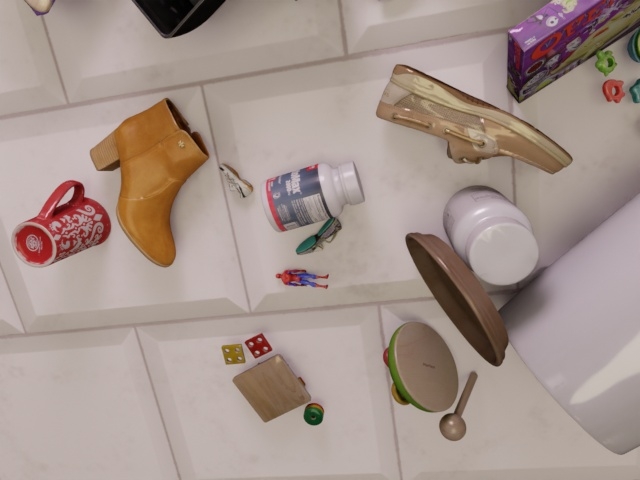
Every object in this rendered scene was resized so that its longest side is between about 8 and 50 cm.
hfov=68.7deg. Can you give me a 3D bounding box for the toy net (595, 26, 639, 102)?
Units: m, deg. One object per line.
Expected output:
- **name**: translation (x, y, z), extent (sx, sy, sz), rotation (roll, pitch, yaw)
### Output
- **toy net**: translation (0.558, -0.240, 0.791), extent (0.122, 0.045, 0.232), rotation (-34, 103, -6)

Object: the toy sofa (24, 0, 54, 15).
- **toy sofa**: translation (-0.428, -0.564, 0.769), extent (0.177, 0.150, 0.362), rotation (36, 109, -19)

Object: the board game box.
- **board game box**: translation (0.448, -0.358, 0.701), extent (0.347, 0.208, 0.056), rotation (-33, 70, 16)

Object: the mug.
- **mug**: translation (-0.530, -0.032, 0.944), extent (0.113, 0.169, 0.150), rotation (-15, 106, 12)

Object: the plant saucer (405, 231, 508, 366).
- **plant saucer**: translation (0.245, 0.096, 0.841), extent (0.041, 0.278, 0.277), rotation (-32, 102, -1)

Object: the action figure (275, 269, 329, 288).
- **action figure**: translation (-0.040, 0.081, 0.995), extent (0.115, 0.030, 0.038), rotation (6, 103, 10)

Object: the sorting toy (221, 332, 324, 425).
- **sorting toy**: translation (-0.113, 0.323, 1.071), extent (0.132, 0.046, 0.274), rotation (-31, 102, 15)

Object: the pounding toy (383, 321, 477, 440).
- **pounding toy**: translation (0.203, 0.289, 0.977), extent (0.237, 0.183, 0.110), rotation (44, 133, -11)

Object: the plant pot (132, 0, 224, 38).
- **plant pot**: translation (-0.221, -0.463, 0.767), extent (0.187, 0.167, 0.188), rotation (-37, 101, 19)

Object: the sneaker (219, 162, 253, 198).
- **sneaker**: translation (-0.177, -0.118, 0.945), extent (0.083, 0.032, 0.037), rotation (43, 107, -7)

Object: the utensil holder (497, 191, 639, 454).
- **utensil holder**: translation (0.551, 0.118, 0.780), extent (0.328, 0.327, 0.385), rotation (41, 109, -7)

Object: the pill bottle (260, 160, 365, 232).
- **pill bottle**: translation (-0.013, -0.089, 0.895), extent (0.180, 0.108, 0.107), rotation (-16, 105, 11)

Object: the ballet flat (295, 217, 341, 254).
- **ballet flat**: translation (0.000, 0.000, 0.960), extent (0.114, 0.041, 0.041), rotation (-41, 99, 18)

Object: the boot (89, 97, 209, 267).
- **boot**: translation (-0.305, -0.110, 0.927), extent (0.211, 0.104, 0.295), rotation (-25, 99, 14)

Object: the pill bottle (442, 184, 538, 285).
- **pill bottle**: translation (0.293, -0.012, 0.817), extent (0.131, 0.229, 0.131), rotation (2, 108, 7)

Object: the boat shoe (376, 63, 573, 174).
- **boat shoe**: translation (0.266, -0.192, 0.829), extent (0.341, 0.121, 0.110), rotation (29, 114, 8)
